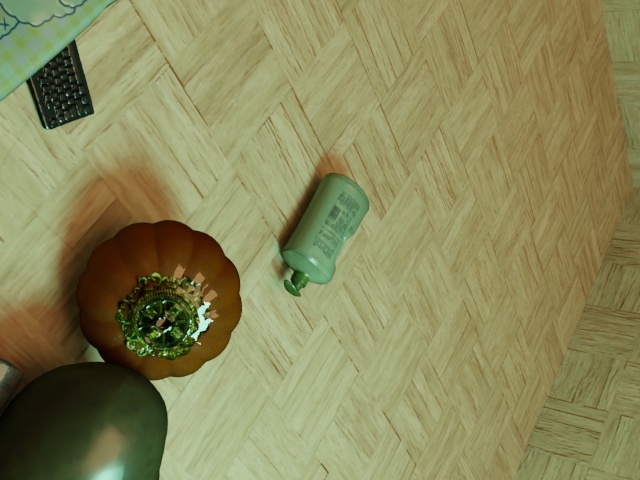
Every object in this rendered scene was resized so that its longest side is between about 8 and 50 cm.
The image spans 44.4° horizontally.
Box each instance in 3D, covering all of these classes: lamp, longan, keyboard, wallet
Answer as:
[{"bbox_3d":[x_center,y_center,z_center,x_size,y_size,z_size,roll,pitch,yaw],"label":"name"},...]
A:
[{"bbox_3d":[-0.217,0.081,1.067,0.223,0.196,0.223,-3,105,-13],"label":"lamp"},{"bbox_3d":[-0.296,0.267,0.976,0.246,0.215,0.246,-37,162,-14],"label":"longan"},{"bbox_3d":[-0.348,-0.267,0.973,0.087,0.017,0.250,-33,122,-45],"label":"keyboard"},{"bbox_3d":[-0.369,-0.286,0.876,0.309,0.077,0.223,-54,130,-26],"label":"wallet"}]

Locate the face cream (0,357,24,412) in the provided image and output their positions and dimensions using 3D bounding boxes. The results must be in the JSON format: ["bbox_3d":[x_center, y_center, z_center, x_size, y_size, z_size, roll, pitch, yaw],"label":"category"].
[{"bbox_3d":[-0.449,0.259,0.896,0.073,0.073,0.283,52,57,-44],"label":"face cream"}]

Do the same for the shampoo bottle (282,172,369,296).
[{"bbox_3d":[0.000,0.000,1.425,0.118,0.087,0.234,53,56,-43],"label":"shampoo bottle"}]
